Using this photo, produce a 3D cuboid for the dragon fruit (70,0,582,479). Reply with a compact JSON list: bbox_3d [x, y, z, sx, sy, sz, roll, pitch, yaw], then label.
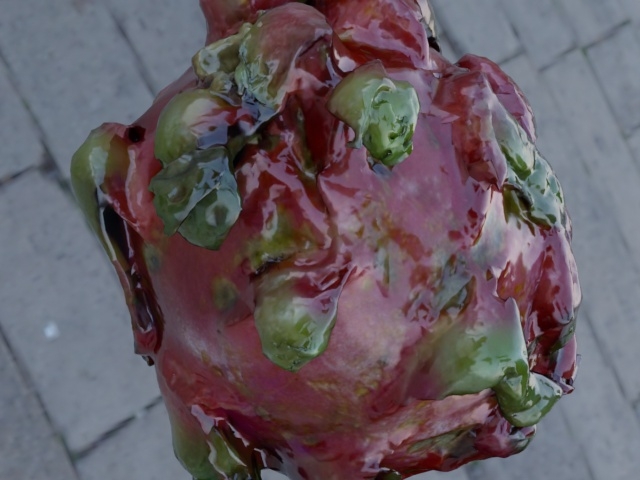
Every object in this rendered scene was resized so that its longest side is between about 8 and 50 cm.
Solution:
[{"bbox_3d":[0.000,0.000,0.522,0.166,0.160,0.172,-56,132,-24],"label":"dragon fruit"}]
